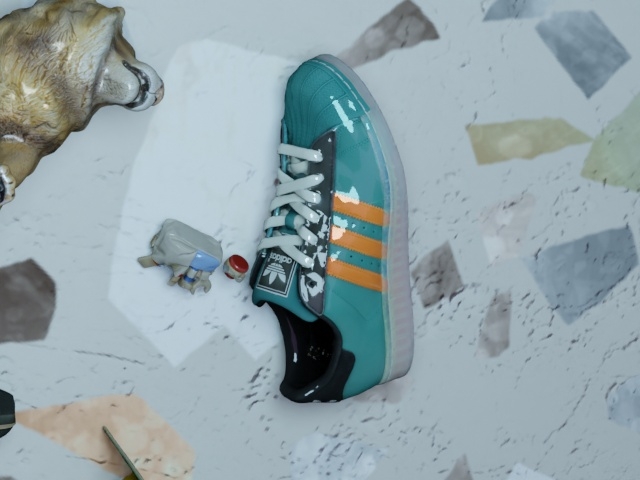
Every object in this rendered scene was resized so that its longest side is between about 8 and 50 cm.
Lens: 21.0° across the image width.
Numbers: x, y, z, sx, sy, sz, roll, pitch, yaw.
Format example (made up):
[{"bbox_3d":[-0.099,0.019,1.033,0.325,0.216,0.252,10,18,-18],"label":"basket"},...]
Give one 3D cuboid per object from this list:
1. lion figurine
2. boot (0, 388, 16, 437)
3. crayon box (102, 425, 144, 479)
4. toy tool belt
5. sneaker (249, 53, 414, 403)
[{"bbox_3d":[-0.287,-0.021,1.319,0.142,0.240,0.392,40,104,-6],"label":"lion figurine"},{"bbox_3d":[-0.346,0.188,1.400,0.198,0.077,0.137,0,109,-8],"label":"boot"},{"bbox_3d":[-0.107,0.330,1.450,0.083,0.203,0.323,-35,112,-10],"label":"crayon box"},{"bbox_3d":[-0.108,0.020,1.461,0.083,0.052,0.051,28,123,-22],"label":"toy tool belt"},{"bbox_3d":[0.000,0.000,1.448,0.121,0.108,0.302,-22,113,-32],"label":"sneaker"}]
